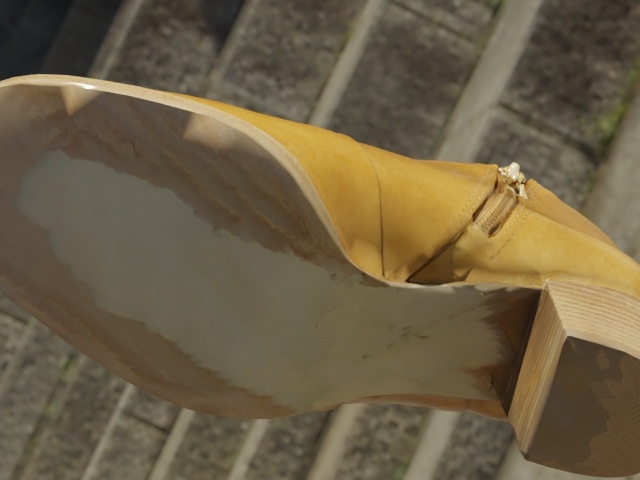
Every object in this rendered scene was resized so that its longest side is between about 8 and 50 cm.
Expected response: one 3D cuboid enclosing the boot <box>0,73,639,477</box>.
[{"bbox_3d":[0.001,-0.001,0.713,0.211,0.295,0.104,-95,26,-75],"label":"boot"}]
